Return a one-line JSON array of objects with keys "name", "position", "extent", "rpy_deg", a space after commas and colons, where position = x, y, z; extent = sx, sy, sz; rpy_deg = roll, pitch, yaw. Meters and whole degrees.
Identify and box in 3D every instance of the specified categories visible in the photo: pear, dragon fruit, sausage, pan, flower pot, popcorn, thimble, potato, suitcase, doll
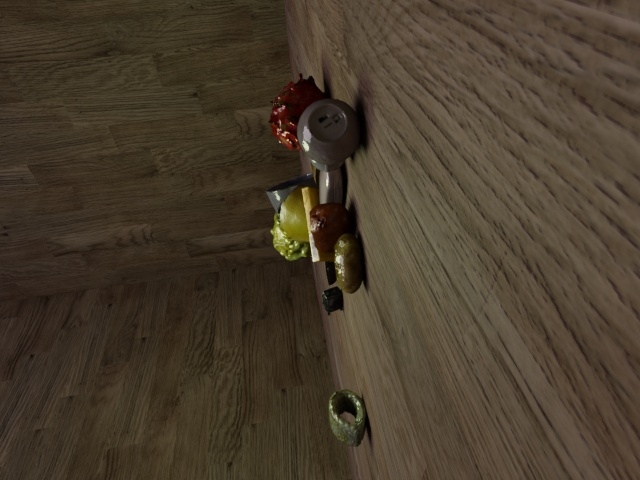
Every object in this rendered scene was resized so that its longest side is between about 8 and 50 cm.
[{"name": "pear", "position": [-0.019, -0.090, 1.634], "extent": [0.178, 0.267, 0.266], "rpy_deg": [27, 132, 45]}, {"name": "dragon fruit", "position": [-0.061, -0.433, 1.360], "extent": [0.205, 0.210, 0.267], "rpy_deg": [46, -128, -69]}, {"name": "sausage", "position": [0.032, -0.035, 1.241], "extent": [0.258, 0.133, 0.133], "rpy_deg": [85, 175, -70]}, {"name": "pan", "position": [0.053, 0.146, 1.816], "extent": [0.202, 0.048, 0.128], "rpy_deg": [-107, 8, -74]}, {"name": "flower pot", "position": [-0.089, -0.156, 1.833], "extent": [0.265, 0.265, 0.243], "rpy_deg": [-115, 7, -76]}, {"name": "popcorn", "position": [-0.110, -0.049, 2.149], "extent": [0.312, 0.313, 0.311], "rpy_deg": [172, 90, -86]}, {"name": "thimble", "position": [0.108, 0.677, 1.538], "extent": [0.190, 0.138, 0.143], "rpy_deg": [-127, 28, -50]}, {"name": "potato", "position": [0.079, 0.063, 1.138], "extent": [0.107, 0.080, 0.170], "rpy_deg": [-72, -25, -71]}, {"name": "suitcase", "position": [0.055, 0.264, 1.786], "extent": [0.126, 0.086, 0.059], "rpy_deg": [86, 159, -45]}, {"name": "doll", "position": [0.020, -0.237, 0.986], "extent": [0.287, 0.151, 0.150], "rpy_deg": [87, 175, -87]}]

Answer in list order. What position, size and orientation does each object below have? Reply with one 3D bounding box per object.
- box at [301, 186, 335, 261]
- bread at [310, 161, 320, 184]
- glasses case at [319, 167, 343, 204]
[{"name": "box", "position": [0.013, -0.056, 1.474], "extent": [0.152, 0.044, 0.269], "rpy_deg": [1, -103, -52]}, {"name": "bread", "position": [-0.016, -0.388, 1.548], "extent": [0.138, 0.077, 0.361], "rpy_deg": [86, 174, -55]}, {"name": "glasses case", "position": [0.034, -0.156, 1.320], "extent": [0.296, 0.075, 0.113], "rpy_deg": [92, 171, -64]}]
